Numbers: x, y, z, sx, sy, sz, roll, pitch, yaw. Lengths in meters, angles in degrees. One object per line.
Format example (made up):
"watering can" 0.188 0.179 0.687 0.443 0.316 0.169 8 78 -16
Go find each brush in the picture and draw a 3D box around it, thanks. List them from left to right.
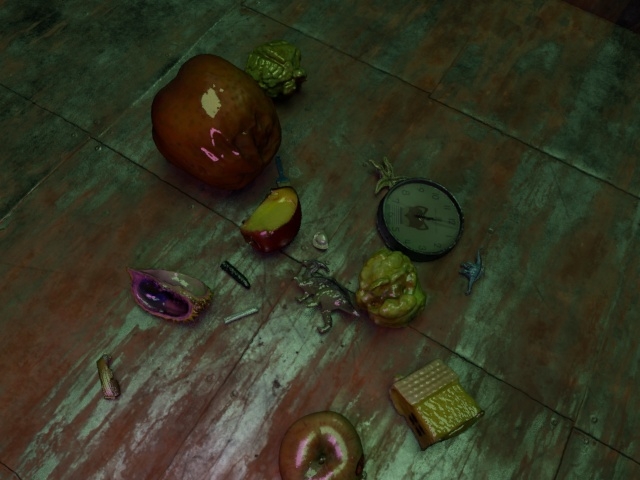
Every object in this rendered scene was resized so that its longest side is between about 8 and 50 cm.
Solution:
"brush" -0.153 -0.264 2.034 0.051 0.014 0.164 -8 62 -11

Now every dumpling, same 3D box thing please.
"dumpling" 0.000 0.000 1.893 0.060 0.043 0.077 -21 81 2

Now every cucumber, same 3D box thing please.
"cucumber" -0.287 0.120 1.804 0.133 0.032 0.032 39 65 16

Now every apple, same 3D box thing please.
"apple" 0.002 0.614 1.475 0.261 0.194 0.260 1 63 -3

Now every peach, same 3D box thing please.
"peach" -0.147 -0.065 1.850 0.159 0.153 0.267 20 52 15

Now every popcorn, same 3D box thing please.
"popcorn" -0.183 -0.697 2.151 0.258 0.224 0.270 -2 56 -15
"popcorn" 0.219 0.156 1.721 0.235 0.241 0.250 -24 64 -14

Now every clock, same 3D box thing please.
"clock" 0.371 -0.083 1.939 0.326 0.067 0.324 3 67 -8

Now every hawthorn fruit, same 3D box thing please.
"hawthorn fruit" -0.351 -0.408 1.855 0.473 0.471 0.471 2 62 -4

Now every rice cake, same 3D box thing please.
"rice cake" -0.263 0.248 1.744 0.121 0.021 0.022 -21 71 -14

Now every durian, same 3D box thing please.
"durian" -0.473 0.167 1.711 0.261 0.153 0.187 33 41 19

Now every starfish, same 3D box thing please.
"starfish" 0.260 -0.232 2.031 0.176 0.053 0.208 -37 77 -31

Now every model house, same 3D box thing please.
"model house" 0.340 0.481 1.589 0.194 0.174 0.234 -26 70 -17

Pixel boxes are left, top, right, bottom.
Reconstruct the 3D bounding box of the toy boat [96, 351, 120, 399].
"toy boat" -0.649 0.414 1.603 0.049 0.047 0.149 -12 65 -27

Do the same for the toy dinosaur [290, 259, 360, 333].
"toy dinosaur" 0.004 0.178 1.775 0.162 0.077 0.294 -30 68 -20

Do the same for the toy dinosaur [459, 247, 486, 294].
"toy dinosaur" 0.548 0.105 1.888 0.080 0.045 0.197 29 69 -5
